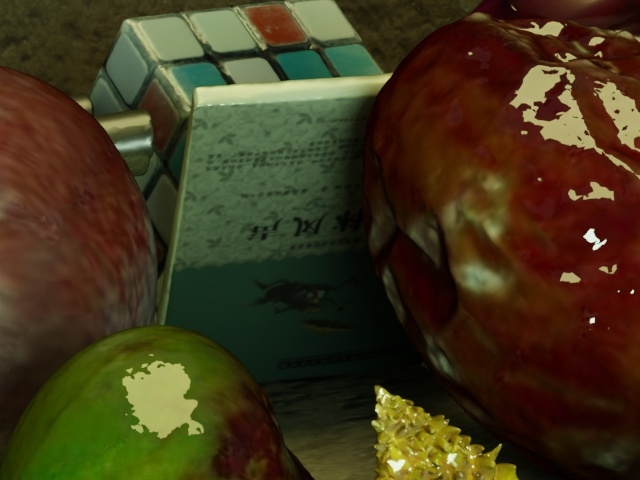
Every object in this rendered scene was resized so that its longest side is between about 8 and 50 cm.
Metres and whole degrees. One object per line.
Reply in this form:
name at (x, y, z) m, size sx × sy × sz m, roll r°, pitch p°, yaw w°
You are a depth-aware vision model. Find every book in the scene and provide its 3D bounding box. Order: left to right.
book at (0.000, 0.000, 1.549) m, size 0.264 × 0.379 × 0.031 m, roll -6°, pitch 52°, yaw -15°

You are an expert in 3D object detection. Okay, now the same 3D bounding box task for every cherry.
cherry at (-0.254, 0.057, 1.214) m, size 0.291 × 0.326 × 0.335 m, roll 13°, pitch 42°, yaw -17°

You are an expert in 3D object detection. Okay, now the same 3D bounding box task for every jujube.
jujube at (0.179, -0.003, 1.288) m, size 0.277 × 0.276 × 0.377 m, roll -6°, pitch 33°, yaw -19°

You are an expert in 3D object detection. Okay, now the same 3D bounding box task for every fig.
fig at (-0.082, 0.144, 0.927) m, size 0.191 × 0.181 × 0.181 m, roll -40°, pitch 27°, yaw -30°

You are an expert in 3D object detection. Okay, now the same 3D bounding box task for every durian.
durian at (0.051, 0.156, 0.844) m, size 0.165 × 0.132 × 0.182 m, roll 6°, pitch -40°, yaw -37°

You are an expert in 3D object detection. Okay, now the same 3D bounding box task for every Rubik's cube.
Rubik's cube at (-0.072, -0.050, 1.770) m, size 0.256 × 0.253 × 0.259 m, roll -11°, pitch -33°, yaw -39°

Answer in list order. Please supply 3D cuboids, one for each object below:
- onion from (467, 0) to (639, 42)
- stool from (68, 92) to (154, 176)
onion at (0.294, -0.070, 1.719) m, size 0.399 × 0.398 × 0.420 m, roll -4°, pitch -17°, yaw -1°
stool at (-0.286, 0.012, 1.597) m, size 0.226 × 0.310 × 0.310 m, roll 1°, pitch 6°, yaw -21°
